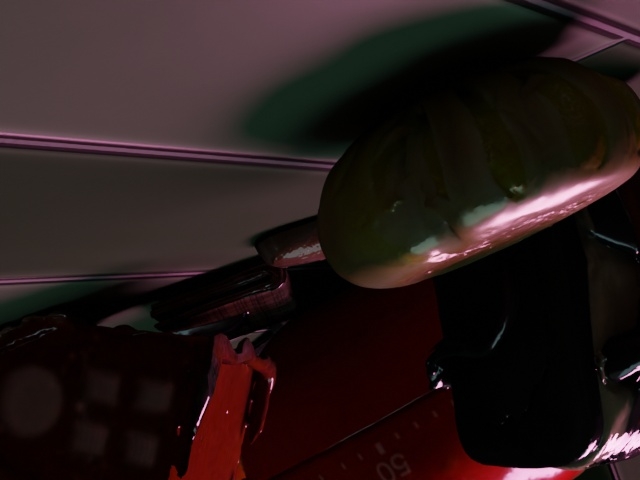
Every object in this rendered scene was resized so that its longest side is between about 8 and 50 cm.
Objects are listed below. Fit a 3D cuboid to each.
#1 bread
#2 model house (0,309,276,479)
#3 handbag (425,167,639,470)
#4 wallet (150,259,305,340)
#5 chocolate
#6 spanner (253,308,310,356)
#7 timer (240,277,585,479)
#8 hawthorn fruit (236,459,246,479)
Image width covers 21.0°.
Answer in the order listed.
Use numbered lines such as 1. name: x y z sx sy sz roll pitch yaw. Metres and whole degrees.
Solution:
1. bread: 0.095 -0.046 1.046 0.213 0.104 0.213 -22 170 -4
2. model house: -0.188 0.145 1.418 0.254 0.160 0.196 6 172 15
3. handbag: 0.177 0.033 1.215 0.181 0.254 0.181 -9 179 -39
4. wallet: -0.079 0.062 1.555 0.124 0.042 0.230 -21 173 1
5. chocolate: 0.000 0.000 1.377 0.101 0.031 0.064 -19 176 -10
6. spanner: -0.057 0.116 2.027 0.054 0.015 0.254 -18 172 -19
7. timer: 0.101 0.163 1.718 0.378 0.279 0.378 -28 176 -2
8. hawthorn fruit: -0.169 0.309 2.254 0.277 0.277 0.298 -23 -162 24
